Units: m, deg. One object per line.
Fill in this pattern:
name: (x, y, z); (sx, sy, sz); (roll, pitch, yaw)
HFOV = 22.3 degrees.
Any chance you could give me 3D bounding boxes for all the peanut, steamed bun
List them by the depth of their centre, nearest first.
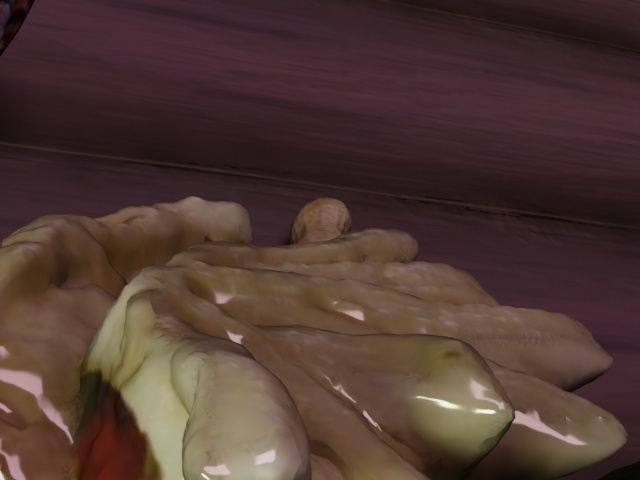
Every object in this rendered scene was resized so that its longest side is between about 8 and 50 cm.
steamed bun: (-0.045, 0.072, 0.564); (0.247, 0.189, 0.428); (33, 21, 11)
peanut: (0.000, 0.000, 0.908); (0.037, 0.037, 0.083); (20, 35, -8)

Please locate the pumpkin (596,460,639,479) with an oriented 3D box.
pumpkin: (0.180, 0.252, 0.397); (0.454, 0.344, 0.454); (34, 32, -25)

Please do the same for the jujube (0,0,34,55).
jujube: (-0.258, -0.132, 0.822); (0.236, 0.168, 0.168); (-30, 60, -32)

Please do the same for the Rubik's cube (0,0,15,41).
Rubik's cube: (-0.257, -0.153, 0.609); (0.319, 0.319, 0.264); (15, 2, -15)
